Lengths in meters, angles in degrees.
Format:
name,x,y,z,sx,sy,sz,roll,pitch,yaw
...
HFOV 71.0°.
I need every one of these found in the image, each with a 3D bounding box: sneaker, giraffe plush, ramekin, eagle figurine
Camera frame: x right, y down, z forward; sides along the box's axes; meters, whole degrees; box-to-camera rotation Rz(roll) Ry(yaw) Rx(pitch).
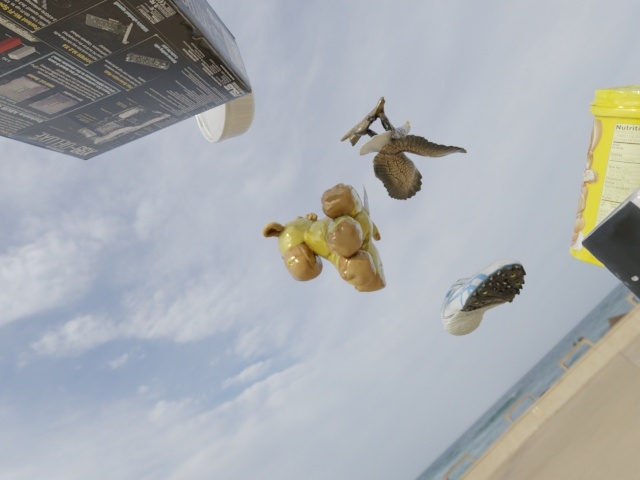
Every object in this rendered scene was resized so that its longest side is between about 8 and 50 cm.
name,x,y,z,sx,sy,sz,roll,pitch,yaw
sneaker,0.260,0.086,0.756,0.085,0.086,0.237,0,-31,-9
giraffe plush,0.000,0.000,0.747,0.170,0.210,0.182,-17,-57,17
ramekin,-0.327,-0.472,1.522,0.127,0.273,0.273,-15,-39,-34
eagle figurine,0.237,-0.257,1.272,0.225,0.298,0.226,-50,12,-5

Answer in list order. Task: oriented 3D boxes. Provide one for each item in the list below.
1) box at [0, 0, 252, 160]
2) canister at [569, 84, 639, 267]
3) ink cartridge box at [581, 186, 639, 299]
name,x,y,z,sx,sy,sz,roll,pitch,yaw
box,-0.226,-0.176,0.416,0.242,0.077,0.307,-19,-4,9
canister,0.319,-0.067,0.458,0.126,0.073,0.170,-17,-65,-35
ink cartridge box,0.371,-0.021,0.322,0.370,0.176,0.069,-26,-26,-24
